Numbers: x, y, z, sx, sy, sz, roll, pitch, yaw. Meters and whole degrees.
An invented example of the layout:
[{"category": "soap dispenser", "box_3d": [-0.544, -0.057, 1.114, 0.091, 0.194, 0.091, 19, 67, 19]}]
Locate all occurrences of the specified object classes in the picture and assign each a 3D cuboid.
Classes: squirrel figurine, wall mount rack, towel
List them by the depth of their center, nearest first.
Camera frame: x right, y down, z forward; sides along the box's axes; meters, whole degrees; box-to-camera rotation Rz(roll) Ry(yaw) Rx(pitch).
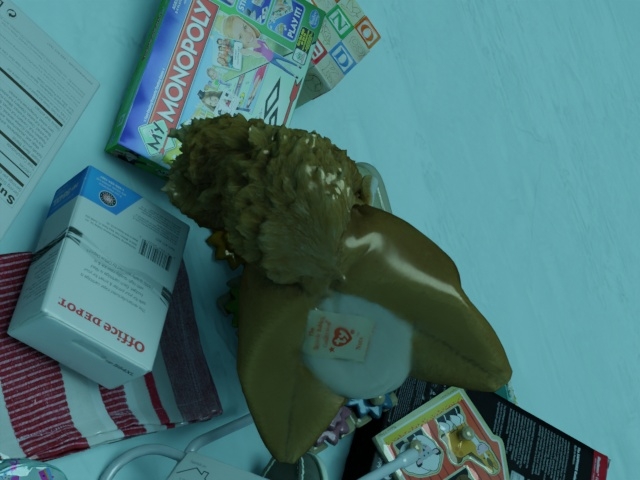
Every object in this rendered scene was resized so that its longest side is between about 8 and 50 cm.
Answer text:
[{"category": "wall mount rack", "box_3d": [-0.061, 0.297, 1.458, 0.304, 0.350, 0.130, -56, 145, -29]}, {"category": "towel", "box_3d": [-0.266, 0.119, 1.507, 0.329, 0.037, 0.237, -7, 77, -47]}, {"category": "squirrel figurine", "box_3d": [0.000, 0.000, 1.523, 0.397, 0.281, 0.370, 60, 9, -22]}]

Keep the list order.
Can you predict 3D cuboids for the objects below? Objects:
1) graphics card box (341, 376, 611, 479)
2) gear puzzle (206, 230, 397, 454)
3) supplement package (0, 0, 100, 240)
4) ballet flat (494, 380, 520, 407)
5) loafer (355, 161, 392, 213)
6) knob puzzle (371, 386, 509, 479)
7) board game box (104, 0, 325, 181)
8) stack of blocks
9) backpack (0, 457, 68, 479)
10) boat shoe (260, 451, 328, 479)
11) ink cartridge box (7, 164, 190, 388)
[{"category": "graphics card box", "box_3d": [0.218, 0.328, 1.806, 0.371, 0.094, 0.232, 30, 52, -16]}, {"category": "gear puzzle", "box_3d": [-0.030, 0.097, 1.701, 0.175, 0.044, 0.339, -26, 79, -35]}, {"category": "supplement package", "box_3d": [-0.396, -0.095, 1.360, 0.175, 0.177, 0.293, 44, 47, -24]}, {"category": "ballet flat", "box_3d": [0.265, 0.265, 1.968, 0.077, 0.091, 0.241, -38, 107, -78]}, {"category": "loafer", "box_3d": [0.065, 0.017, 1.851, 0.092, 0.102, 0.268, -4, 67, -45]}, {"category": "knob puzzle", "box_3d": [0.181, 0.302, 1.717, 0.213, 0.030, 0.213, 15, 58, -25]}, {"category": "board game box", "box_3d": [-0.131, -0.212, 1.712, 0.213, 0.046, 0.317, 27, 67, -25]}, {"category": "stack of blocks", "box_3d": [-0.059, -0.360, 1.890, 0.297, 0.087, 0.171, 54, 43, -14]}, {"category": "backpack", "box_3d": [-0.304, 0.313, 1.323, 0.152, 0.115, 0.182, 3, 68, -42]}, {"category": "boat shoe", "box_3d": [-0.072, 0.371, 1.539, 0.091, 0.109, 0.305, 41, 51, -32]}, {"category": "ink cartridge box", "box_3d": [-0.247, 0.043, 1.474, 0.148, 0.086, 0.203, 34, 50, -28]}]
